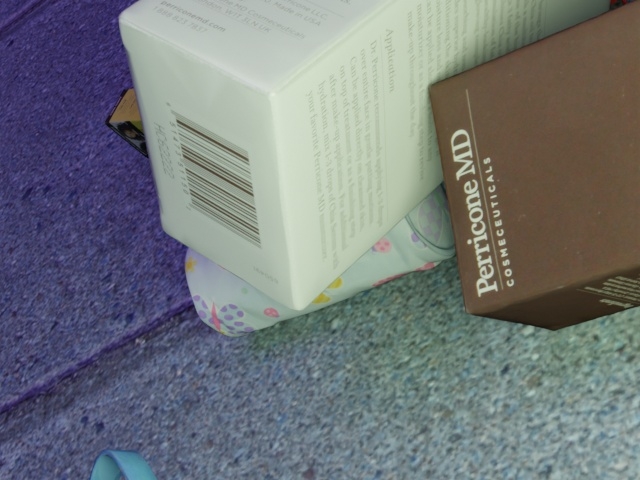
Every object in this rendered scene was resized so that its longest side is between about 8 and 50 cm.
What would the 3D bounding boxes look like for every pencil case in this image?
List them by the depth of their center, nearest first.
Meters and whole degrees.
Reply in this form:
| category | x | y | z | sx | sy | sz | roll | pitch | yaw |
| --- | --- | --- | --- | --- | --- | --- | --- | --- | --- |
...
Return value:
| category | x | y | z | sx | sy | sz | roll | pitch | yaw |
| --- | --- | --- | --- | --- | --- | --- | --- | --- | --- |
| pencil case | 0.000 | 0.000 | 1.256 | 0.273 | 0.113 | 0.124 | -24 | 30 | 31 |

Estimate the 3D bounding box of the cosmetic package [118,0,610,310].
| category | x | y | z | sx | sy | sz | roll | pitch | yaw |
| --- | --- | --- | --- | --- | --- | --- | --- | --- | --- |
| cosmetic package | 0.062 | -0.180 | 1.107 | 0.161 | 0.230 | 0.453 | 30 | 54 | 29 |

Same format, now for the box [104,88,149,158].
| category | x | y | z | sx | sy | sz | roll | pitch | yaw |
| --- | --- | --- | --- | --- | --- | --- | --- | --- | --- |
| box | -0.160 | -0.144 | 1.616 | 0.232 | 0.087 | 0.058 | 3 | 60 | 49 |

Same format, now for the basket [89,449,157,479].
| category | x | y | z | sx | sy | sz | roll | pitch | yaw |
| --- | --- | --- | --- | --- | --- | --- | --- | --- | --- |
| basket | -0.146 | 0.327 | 0.967 | 0.255 | 0.201 | 0.289 | 41 | 120 | 56 |

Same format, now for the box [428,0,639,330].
| category | x | y | z | sx | sy | sz | roll | pitch | yaw |
| --- | --- | --- | --- | --- | --- | --- | --- | --- | --- |
| box | 0.276 | -0.076 | 0.942 | 0.381 | 0.143 | 0.191 | -21 | 69 | 37 |

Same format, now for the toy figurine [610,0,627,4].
| category | x | y | z | sx | sy | sz | roll | pitch | yaw |
| --- | --- | --- | --- | --- | --- | --- | --- | --- | --- |
| toy figurine | 0.233 | -0.413 | 1.331 | 0.191 | 0.217 | 0.362 | -33 | 36 | 21 |
